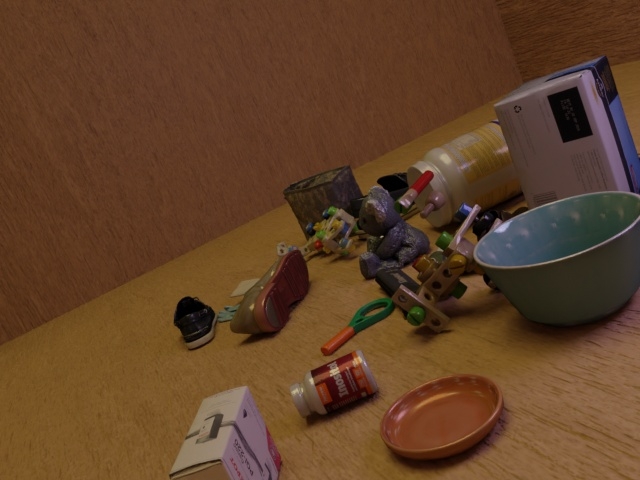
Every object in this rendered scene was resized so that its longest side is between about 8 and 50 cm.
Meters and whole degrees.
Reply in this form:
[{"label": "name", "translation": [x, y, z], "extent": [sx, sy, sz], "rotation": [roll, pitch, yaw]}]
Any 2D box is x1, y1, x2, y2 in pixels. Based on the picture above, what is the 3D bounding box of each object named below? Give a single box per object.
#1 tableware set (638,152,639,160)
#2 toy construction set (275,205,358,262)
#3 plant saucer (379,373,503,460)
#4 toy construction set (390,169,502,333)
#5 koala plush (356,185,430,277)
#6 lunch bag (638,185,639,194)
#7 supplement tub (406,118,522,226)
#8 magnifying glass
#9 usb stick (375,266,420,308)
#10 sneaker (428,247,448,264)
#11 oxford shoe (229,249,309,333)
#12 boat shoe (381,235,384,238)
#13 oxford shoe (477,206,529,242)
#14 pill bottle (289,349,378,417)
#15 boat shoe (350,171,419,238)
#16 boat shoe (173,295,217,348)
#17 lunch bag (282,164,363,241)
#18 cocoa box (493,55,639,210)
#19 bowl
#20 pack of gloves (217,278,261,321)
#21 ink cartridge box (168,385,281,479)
[{"label": "tableware set", "translation": [0.835, -0.208, 1.851], "extent": [0.194, 0.039, 0.128], "rotation": [-11, 5, 24]}, {"label": "toy construction set", "translation": [0.000, 0.000, 2.268], "extent": [0.327, 0.151, 0.215], "rotation": [-23, 36, 36]}, {"label": "plant saucer", "translation": [0.191, 0.278, 1.042], "extent": [0.200, 0.037, 0.200], "rotation": [-22, 14, 6]}, {"label": "toy construction set", "translation": [0.238, 0.039, 1.385], "extent": [0.257, 0.309, 0.237], "rotation": [-22, 15, 43]}, {"label": "koala plush", "translation": [0.186, -0.042, 1.899], "extent": [0.203, 0.221, 0.196], "rotation": [-19, 14, 18]}, {"label": "lunch bag", "translation": [0.795, -0.126, 1.565], "extent": [0.071, 0.053, 0.083], "rotation": [-21, 4, 3]}, {"label": "supplement tub", "translation": [0.455, -0.200, 2.019], "extent": [0.331, 0.241, 0.241], "rotation": [-25, 13, -10]}, {"label": "magnifying glass", "translation": [0.087, 0.199, 1.567], "extent": [0.231, 0.026, 0.092], "rotation": [-31, 15, -37]}, {"label": "usb stick", "translation": [0.198, 0.115, 1.650], "extent": [0.077, 0.045, 0.278], "rotation": [-20, 12, -5]}, {"label": "sneaker", "translation": [0.323, 0.060, 1.630], "extent": [0.086, 0.064, 0.192], "rotation": [-37, 17, -22]}, {"label": "oxford shoe", "translation": [-0.144, 0.139, 1.927], "extent": [0.146, 0.141, 0.397], "rotation": [-17, 15, 24]}, {"label": "boat shoe", "translation": [0.230, -0.002, 2.072], "extent": [0.125, 0.038, 0.046], "rotation": [-16, -28, 9]}, {"label": "oxford shoe", "translation": [0.475, -0.045, 1.700], "extent": [0.082, 0.096, 0.227], "rotation": [-11, 16, 48]}, {"label": "pill bottle", "translation": [0.024, 0.272, 1.247], "extent": [0.152, 0.086, 0.086], "rotation": [-24, 13, -1]}, {"label": "boat shoe", "translation": [0.291, -0.174, 2.397], "extent": [0.500, 0.156, 0.186], "rotation": [-31, 13, -35]}, {"label": "boat shoe", "translation": [-0.400, 0.230, 2.071], "extent": [0.127, 0.113, 0.340], "rotation": [-24, 13, -2]}, {"label": "lunch bag", "translation": [0.016, -0.126, 2.493], "extent": [0.287, 0.235, 0.169], "rotation": [-12, 23, 40]}, {"label": "cocoa box", "translation": [0.621, -0.239, 1.650], "extent": [0.231, 0.347, 0.228], "rotation": [-13, 16, 41]}, {"label": "bowl", "translation": [0.454, 0.046, 1.223], "extent": [0.311, 0.163, 0.311], "rotation": [-22, 13, 5]}, {"label": "pack of gloves", "translation": [-0.207, 0.192, 2.091], "extent": [0.232, 0.046, 0.195], "rotation": [-12, 32, 40]}, {"label": "ink cartridge box", "translation": [-0.141, 0.354, 1.044], "extent": [0.092, 0.159, 0.218], "rotation": [-20, 14, 11]}]
